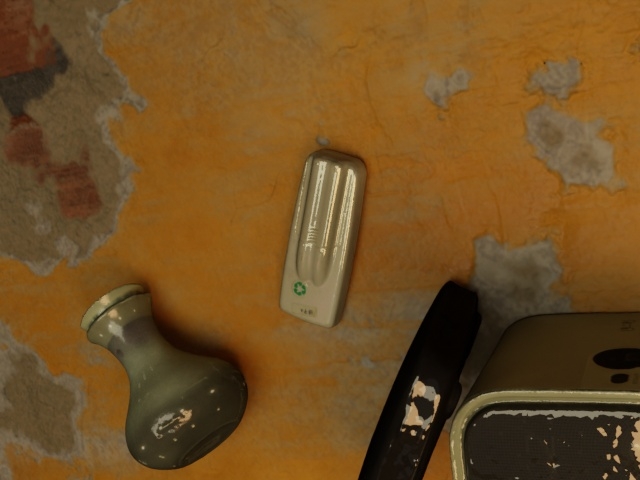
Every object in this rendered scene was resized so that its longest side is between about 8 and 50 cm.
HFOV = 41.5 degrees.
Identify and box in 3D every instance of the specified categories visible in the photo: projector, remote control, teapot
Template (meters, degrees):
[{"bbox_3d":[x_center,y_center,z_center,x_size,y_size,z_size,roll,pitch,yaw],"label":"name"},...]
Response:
[{"bbox_3d":[0.294,0.231,0.908,0.248,0.249,0.248,-4,101,24],"label":"projector"},{"bbox_3d":[0.000,0.000,1.094,0.090,0.049,0.230,18,111,22],"label":"remote control"},{"bbox_3d":[-0.226,0.186,1.188,0.251,0.183,0.183,50,118,19],"label":"teapot"}]

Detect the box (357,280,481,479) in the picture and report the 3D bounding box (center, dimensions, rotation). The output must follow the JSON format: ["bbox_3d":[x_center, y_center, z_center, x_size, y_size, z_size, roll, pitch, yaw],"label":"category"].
[{"bbox_3d":[0.104,0.212,0.970,0.073,0.289,0.290,21,109,9],"label":"box"}]
